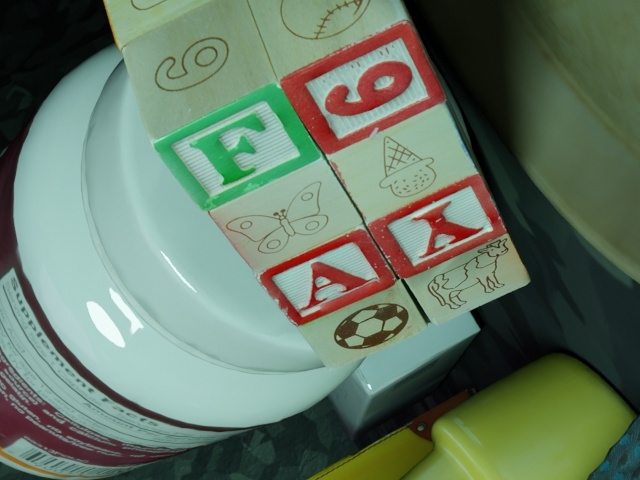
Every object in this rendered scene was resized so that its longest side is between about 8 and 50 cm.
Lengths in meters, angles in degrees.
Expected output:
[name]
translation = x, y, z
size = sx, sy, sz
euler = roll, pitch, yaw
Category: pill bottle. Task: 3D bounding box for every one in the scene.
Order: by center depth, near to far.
[pill bottle]
translation = -0.092, 0.010, 0.829
size = 0.224, 0.224, 0.392
euler = 61, 149, 1

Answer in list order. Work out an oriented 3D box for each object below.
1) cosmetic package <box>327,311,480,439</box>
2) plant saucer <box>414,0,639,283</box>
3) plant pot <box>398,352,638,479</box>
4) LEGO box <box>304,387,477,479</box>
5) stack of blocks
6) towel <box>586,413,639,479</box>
[cosmetic package]
translation = 0.000, 0.000, 1.127
size = 0.284, 0.097, 0.377
euler = 59, 173, 10
[plant saucer]
translation = 0.064, -0.109, 0.409
size = 0.278, 0.041, 0.278
euler = 60, 173, 12
[plant pot]
translation = 0.087, 0.224, 0.757
size = 0.254, 0.239, 0.254
euler = 61, 174, 11
[LEGO box]
translation = 0.076, 0.389, 0.943
size = 0.500, 0.372, 0.193
euler = 55, 171, 50
[stack of blocks]
translation = -0.026, -0.120, 0.560
size = 0.171, 0.087, 0.297
euler = 55, -167, -55
[towel]
translation = 0.115, 0.221, 0.469
size = 0.040, 0.271, 0.370
euler = 37, -176, -16
